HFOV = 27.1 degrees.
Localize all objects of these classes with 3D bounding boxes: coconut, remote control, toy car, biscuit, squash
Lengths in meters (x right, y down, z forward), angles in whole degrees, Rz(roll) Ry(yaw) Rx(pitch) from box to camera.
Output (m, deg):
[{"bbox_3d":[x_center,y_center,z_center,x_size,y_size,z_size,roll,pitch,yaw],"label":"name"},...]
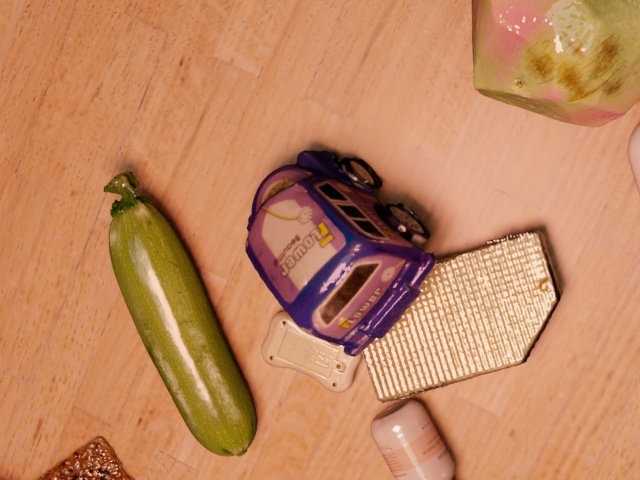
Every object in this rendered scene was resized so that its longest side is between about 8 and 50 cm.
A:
[{"bbox_3d":[0.258,-0.232,1.412,0.235,0.205,0.236,-13,135,-13],"label":"coconut"},{"bbox_3d":[-0.010,0.136,1.633,0.122,0.032,0.074,23,105,8],"label":"remote control"},{"bbox_3d":[0.000,0.000,1.520,0.172,0.158,0.235,-51,56,16],"label":"toy car"},{"bbox_3d":[-0.269,0.385,1.747,0.131,0.026,0.237,-35,90,19],"label":"biscuit"},{"bbox_3d":[0.164,0.089,1.571,0.252,0.052,0.150,-19,91,19],"label":"biscuit"},{"bbox_3d":[-0.178,0.096,1.633,0.101,0.101,0.379,-21,99,17],"label":"squash"}]

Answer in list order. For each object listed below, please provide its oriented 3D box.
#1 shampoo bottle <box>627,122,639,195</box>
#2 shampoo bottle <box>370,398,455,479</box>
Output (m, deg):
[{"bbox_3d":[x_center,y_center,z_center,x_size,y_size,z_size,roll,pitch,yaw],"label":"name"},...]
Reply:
[{"bbox_3d":[0.399,-0.092,1.479,0.108,0.051,0.221,-18,95,17],"label":"shampoo bottle"},{"bbox_3d":[0.131,0.287,1.604,0.074,0.074,0.192,-28,92,17],"label":"shampoo bottle"}]
